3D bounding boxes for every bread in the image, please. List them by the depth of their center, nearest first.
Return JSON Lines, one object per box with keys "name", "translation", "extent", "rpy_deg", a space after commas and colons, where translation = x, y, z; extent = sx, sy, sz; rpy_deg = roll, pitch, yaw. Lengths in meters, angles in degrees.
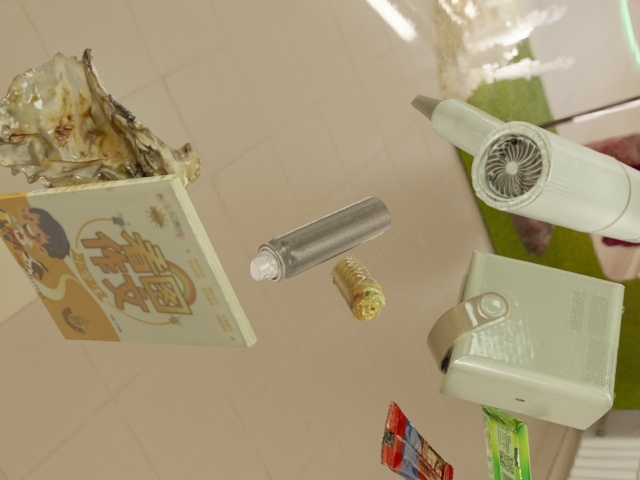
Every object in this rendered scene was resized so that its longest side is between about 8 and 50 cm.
{"name": "bread", "translation": [0.077, 0.096, 1.627], "extent": [0.077, 0.367, 0.084], "rpy_deg": [32, 94, -8]}

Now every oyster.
{"name": "oyster", "translation": [-0.297, -0.144, 1.017], "extent": [0.133, 0.337, 0.197], "rpy_deg": [28, 85, -62]}

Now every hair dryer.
{"name": "hair dryer", "translation": [0.091, -0.057, 0.435], "extent": [0.155, 0.183, 0.044], "rpy_deg": [10, 110, -48]}

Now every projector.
{"name": "projector", "translation": [0.270, 0.131, 1.029], "extent": [0.163, 0.243, 0.177], "rpy_deg": [86, 18, -60]}

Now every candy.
{"name": "candy", "translation": [0.289, 0.338, 1.179], "extent": [0.032, 0.102, 0.178], "rpy_deg": [-17, 109, -22]}

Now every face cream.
{"name": "face cream", "translation": [0.000, 0.000, 1.305], "extent": [0.284, 0.073, 0.073], "rpy_deg": [-25, 103, -35]}

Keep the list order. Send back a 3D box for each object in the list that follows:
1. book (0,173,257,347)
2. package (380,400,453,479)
{"name": "book", "translation": [-0.226, 0.030, 0.835], "extent": [0.020, 0.296, 0.207], "rpy_deg": [-53, 130, -45]}
{"name": "package", "translation": [0.127, 0.288, 0.981], "extent": [0.200, 0.022, 0.083], "rpy_deg": [51, 37, -40]}
